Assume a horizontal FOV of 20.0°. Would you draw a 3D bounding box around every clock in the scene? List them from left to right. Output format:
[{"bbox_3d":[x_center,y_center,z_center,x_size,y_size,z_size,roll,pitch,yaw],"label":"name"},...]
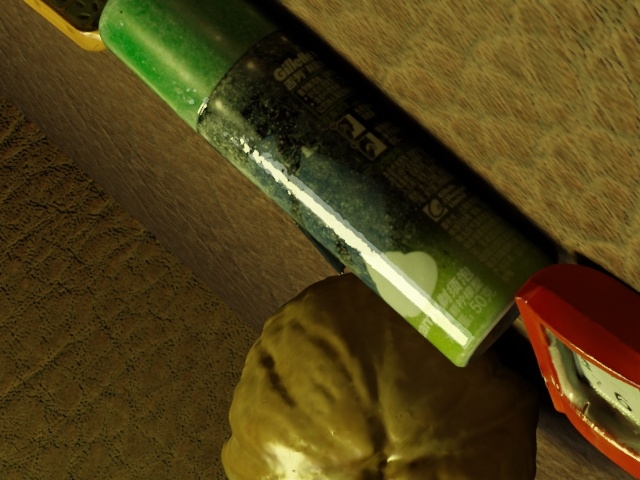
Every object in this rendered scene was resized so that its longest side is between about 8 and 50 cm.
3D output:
[{"bbox_3d":[0.188,0.082,1.121,0.113,0.061,0.155,38,167,34],"label":"clock"}]

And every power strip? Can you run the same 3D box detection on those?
[{"bbox_3d":[-0.223,-0.214,1.630,0.178,0.049,0.028,39,166,30],"label":"power strip"}]

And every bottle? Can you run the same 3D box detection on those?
[{"bbox_3d":[0.000,-0.059,1.181,0.330,0.093,0.093,42,172,12],"label":"bottle"}]

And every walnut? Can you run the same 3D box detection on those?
[{"bbox_3d":[0.050,0.166,1.537,0.277,0.252,0.313,44,-178,-4],"label":"walnut"}]

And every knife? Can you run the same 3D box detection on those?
[{"bbox_3d":[0.000,0.000,1.757,0.031,0.018,0.121,39,173,40],"label":"knife"}]
